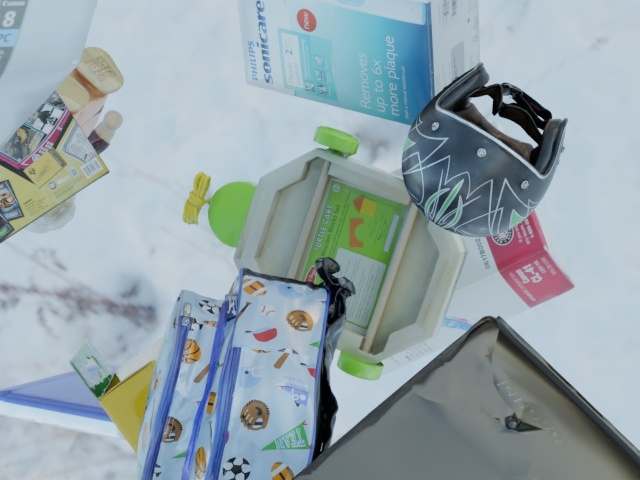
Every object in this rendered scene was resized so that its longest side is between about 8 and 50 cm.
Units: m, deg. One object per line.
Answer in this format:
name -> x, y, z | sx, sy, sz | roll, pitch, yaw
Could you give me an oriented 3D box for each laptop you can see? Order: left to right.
laptop -> 0.103, 0.345, 1.193 | 0.382, 0.236, 0.408 | 45, 112, 14

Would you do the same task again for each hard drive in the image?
hard drive -> -0.294, 0.225, 2.208 | 0.318, 0.210, 0.040 | 2, 101, 48

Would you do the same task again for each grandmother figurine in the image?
grandmother figurine -> -0.357, -0.124, 2.123 | 0.104, 0.208, 0.342 | 55, 144, 17

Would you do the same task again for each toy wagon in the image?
toy wagon -> 0.000, 0.000, 1.871 | 0.344, 0.068, 0.267 | 21, 99, 17

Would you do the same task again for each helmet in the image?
helmet -> 0.161, -0.083, 1.583 | 0.169, 0.169, 0.161 | -5, 39, 45

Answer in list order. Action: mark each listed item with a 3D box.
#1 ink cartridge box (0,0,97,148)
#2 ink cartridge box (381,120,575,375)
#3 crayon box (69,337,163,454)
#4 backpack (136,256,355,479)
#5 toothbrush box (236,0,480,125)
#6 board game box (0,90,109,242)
ink cartridge box -> -0.227, -0.131, 0.700 | 0.385, 0.308, 0.091 | -33, 70, 47
ink cartridge box -> 0.155, 0.013, 2.075 | 0.306, 0.131, 0.226 | -26, 56, 13
crayon box -> -0.158, 0.235, 1.811 | 0.083, 0.323, 0.203 | -36, 5, 0
backpack -> -0.076, 0.186, 1.560 | 0.263, 0.213, 0.276 | -96, 11, -50
toothbrush box -> 0.044, -0.286, 1.951 | 0.295, 0.216, 0.126 | 19, 40, 31
board game box -> -0.320, -0.072, 1.381 | 0.042, 0.165, 0.243 | -26, 9, 44
